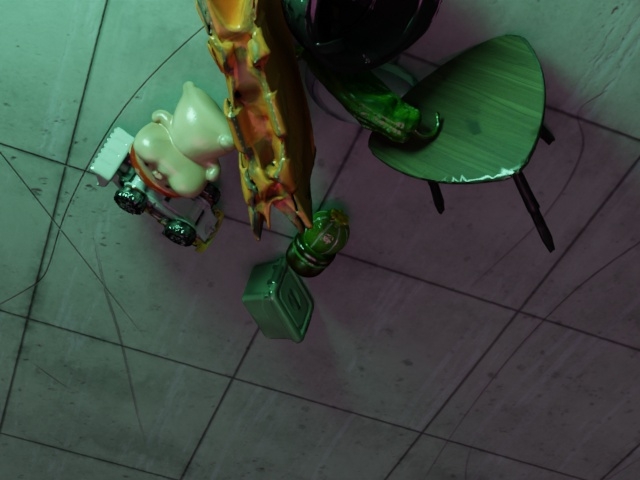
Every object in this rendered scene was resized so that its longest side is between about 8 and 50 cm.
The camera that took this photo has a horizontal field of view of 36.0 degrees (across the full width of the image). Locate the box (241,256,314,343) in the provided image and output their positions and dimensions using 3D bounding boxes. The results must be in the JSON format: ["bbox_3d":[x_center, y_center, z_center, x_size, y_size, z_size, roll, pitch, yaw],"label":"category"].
[{"bbox_3d":[-0.094,0.130,2.096,0.092,0.124,0.172,-7,132,26],"label":"box"}]

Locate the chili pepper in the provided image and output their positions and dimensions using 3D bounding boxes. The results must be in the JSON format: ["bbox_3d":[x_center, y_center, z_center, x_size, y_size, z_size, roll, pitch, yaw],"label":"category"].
[{"bbox_3d":[0.074,-0.239,1.606,0.257,0.100,0.074,43,128,6],"label":"chili pepper"}]

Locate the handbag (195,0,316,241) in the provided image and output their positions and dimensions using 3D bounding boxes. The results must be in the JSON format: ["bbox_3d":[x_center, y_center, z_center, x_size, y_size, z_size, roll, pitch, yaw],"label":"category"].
[{"bbox_3d":[-0.095,-0.240,1.571,0.116,0.303,0.410,-8,118,7],"label":"handbag"}]

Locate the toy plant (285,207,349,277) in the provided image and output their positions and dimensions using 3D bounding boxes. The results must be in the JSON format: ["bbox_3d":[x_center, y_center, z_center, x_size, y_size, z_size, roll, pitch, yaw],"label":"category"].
[{"bbox_3d":[0.000,0.000,1.977,0.092,0.093,0.162,24,128,-17],"label":"toy plant"}]

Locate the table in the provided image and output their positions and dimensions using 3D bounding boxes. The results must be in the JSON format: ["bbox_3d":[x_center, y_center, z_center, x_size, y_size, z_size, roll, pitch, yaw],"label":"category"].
[{"bbox_3d":[0.304,-0.155,1.695,0.317,0.317,0.249,-18,138,22],"label":"table"}]

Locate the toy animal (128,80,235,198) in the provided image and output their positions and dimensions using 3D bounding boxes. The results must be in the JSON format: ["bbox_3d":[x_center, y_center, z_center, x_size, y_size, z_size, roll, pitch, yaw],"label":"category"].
[{"bbox_3d":[-0.252,-0.170,1.788,0.171,0.171,0.197,37,114,-26],"label":"toy animal"}]

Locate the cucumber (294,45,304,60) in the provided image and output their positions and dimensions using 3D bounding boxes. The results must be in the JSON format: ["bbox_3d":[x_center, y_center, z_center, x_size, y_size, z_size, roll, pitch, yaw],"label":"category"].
[{"bbox_3d":[-0.095,-0.308,1.729,0.167,0.039,0.039,-20,129,19],"label":"cucumber"}]

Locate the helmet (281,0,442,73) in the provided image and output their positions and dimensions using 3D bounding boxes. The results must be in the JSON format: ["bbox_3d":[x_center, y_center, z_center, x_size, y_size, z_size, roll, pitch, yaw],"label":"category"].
[{"bbox_3d":[0.049,-0.394,1.536,0.278,0.160,0.231,-17,130,-38],"label":"helmet"}]

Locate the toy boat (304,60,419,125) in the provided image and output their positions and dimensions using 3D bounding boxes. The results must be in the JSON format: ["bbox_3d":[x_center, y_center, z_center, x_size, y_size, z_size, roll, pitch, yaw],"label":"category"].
[{"bbox_3d":[0.068,-0.274,1.732,0.207,0.079,0.134,13,132,-22],"label":"toy boat"}]

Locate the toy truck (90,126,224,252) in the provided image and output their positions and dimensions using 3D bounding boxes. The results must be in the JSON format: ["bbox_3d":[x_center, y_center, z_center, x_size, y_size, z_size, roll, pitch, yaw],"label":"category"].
[{"bbox_3d":[-0.315,-0.089,1.900,0.286,0.136,0.111,38,154,-22],"label":"toy truck"}]
